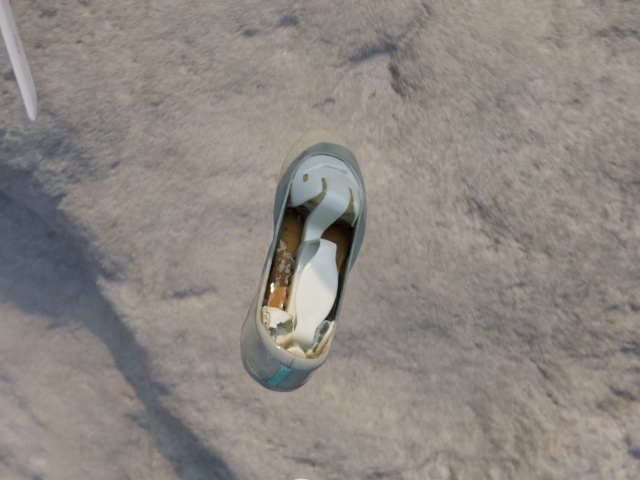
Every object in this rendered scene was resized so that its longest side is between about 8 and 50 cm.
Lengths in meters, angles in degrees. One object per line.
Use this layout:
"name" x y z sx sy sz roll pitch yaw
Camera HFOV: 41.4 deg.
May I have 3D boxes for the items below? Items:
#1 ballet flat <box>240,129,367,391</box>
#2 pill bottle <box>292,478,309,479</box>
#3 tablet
"ballet flat" 0.000 0.000 0.581 0.072 0.213 0.068 21 150 -13
"pill bottle" -0.017 0.380 1.180 0.067 0.067 0.120 -11 147 6
"tablet" -0.174 -0.113 0.479 0.006 0.054 0.083 -15 119 -10
